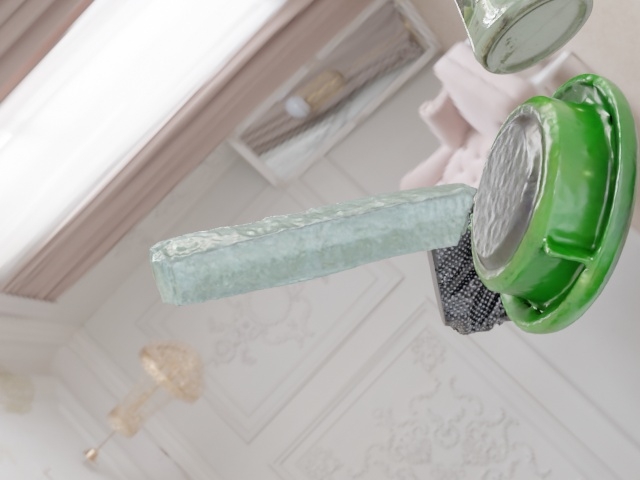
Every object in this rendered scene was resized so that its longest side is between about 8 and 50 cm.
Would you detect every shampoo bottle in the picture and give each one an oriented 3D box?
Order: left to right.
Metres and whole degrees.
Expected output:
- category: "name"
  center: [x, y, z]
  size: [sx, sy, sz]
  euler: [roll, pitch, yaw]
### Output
- category: "shampoo bottle"
  center: [0.164, -0.282, 0.815]
  size: [0.087, 0.118, 0.234]
  euler: [7, -125, -38]

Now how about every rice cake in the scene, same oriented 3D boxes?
- category: "rice cake"
  center: [0.000, 0.001, 0.432]
  size: [0.029, 0.171, 0.033]
  euler: [-125, 25, -63]

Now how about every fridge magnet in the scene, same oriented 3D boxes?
- category: "fridge magnet"
  center: [0.180, -0.030, 0.671]
  size: [0.088, 0.208, 0.208]
  euler: [13, -175, -9]

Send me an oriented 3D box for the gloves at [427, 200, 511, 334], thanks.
- category: "gloves"
  center: [0.203, 0.018, 0.863]
  size: [0.106, 0.181, 0.129]
  euler: [73, -174, -64]
